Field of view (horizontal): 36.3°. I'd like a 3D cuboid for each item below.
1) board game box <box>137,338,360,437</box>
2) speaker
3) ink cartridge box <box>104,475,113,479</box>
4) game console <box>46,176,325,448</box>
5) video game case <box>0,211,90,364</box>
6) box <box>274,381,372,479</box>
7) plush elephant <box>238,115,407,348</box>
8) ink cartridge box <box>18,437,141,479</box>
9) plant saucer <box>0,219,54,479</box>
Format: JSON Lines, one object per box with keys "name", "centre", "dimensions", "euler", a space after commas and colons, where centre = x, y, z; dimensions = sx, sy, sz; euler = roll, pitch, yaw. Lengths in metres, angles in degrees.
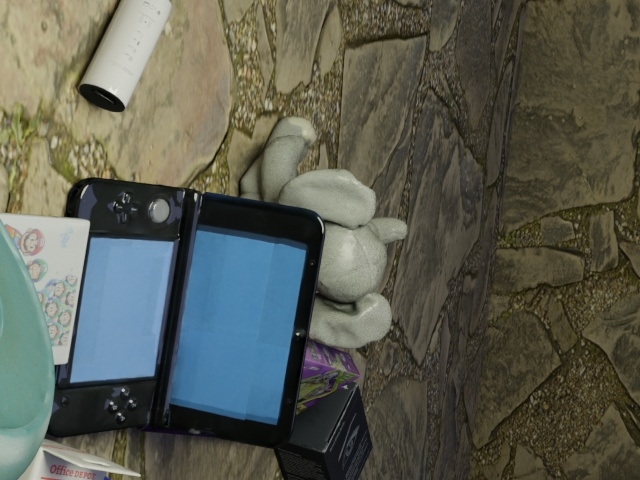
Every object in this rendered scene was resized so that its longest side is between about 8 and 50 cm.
{"name": "board game box", "centre": [-0.091, 0.205, 1.355], "dimensions": [0.056, 0.208, 0.347], "euler": [66, 13, 21]}
{"name": "speaker", "centre": [-0.210, -0.207, 1.053], "dimensions": [0.055, 0.055, 0.136], "euler": [56, 49, -59]}
{"name": "ink cartridge box", "centre": [-0.247, 0.480, 1.162], "dimensions": [0.175, 0.069, 0.370], "euler": [55, 35, -54]}
{"name": "game console", "centre": [-0.153, 0.090, 1.107], "dimensions": [0.250, 0.173, 0.293], "euler": [4, 96, -52]}
{"name": "video game case", "centre": [-0.300, 0.051, 0.980], "dimensions": [0.143, 0.019, 0.157], "euler": [4, 97, -57]}
{"name": "box", "centre": [0.006, 0.356, 1.731], "dimensions": [0.153, 0.108, 0.207], "euler": [-59, 149, -38]}
{"name": "plush elephant", "centre": [0.000, 0.000, 1.370], "dimensions": [0.330, 0.255, 0.271], "euler": [-42, 137, -54]}
{"name": "ink cartridge box", "centre": [-0.280, 0.213, 0.900], "dimensions": [0.115, 0.198, 0.067], "euler": [40, 64, -64]}
{"name": "plant saucer", "centre": [-0.291, 0.042, 0.761], "dimensions": [0.317, 0.044, 0.317], "euler": [-23, 90, -85]}
